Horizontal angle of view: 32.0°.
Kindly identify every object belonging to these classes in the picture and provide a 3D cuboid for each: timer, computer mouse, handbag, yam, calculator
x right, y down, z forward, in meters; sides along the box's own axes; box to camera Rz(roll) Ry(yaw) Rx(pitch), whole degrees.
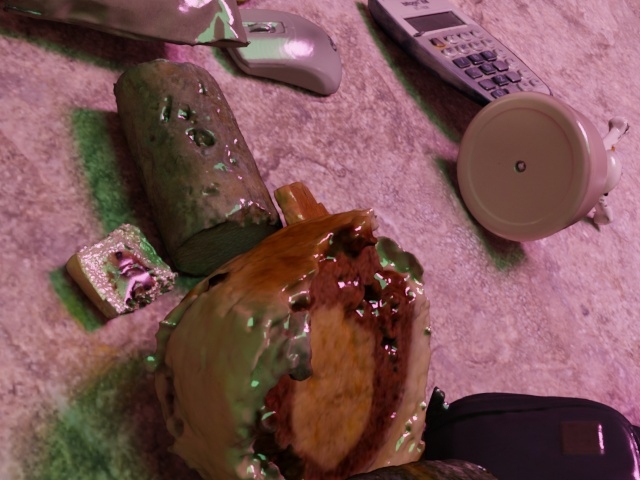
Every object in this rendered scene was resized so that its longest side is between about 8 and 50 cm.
[{"bbox_3d":[0.311,-0.091,1.396,0.266,0.175,0.175,-4,60,-52],"label":"timer"},{"bbox_3d":[-0.039,-0.221,1.258,0.182,0.056,0.089,7,49,-39],"label":"computer mouse"},{"bbox_3d":[-0.223,-0.323,1.132,0.253,0.109,0.315,3,57,-36],"label":"handbag"},{"bbox_3d":[0.227,0.270,0.983,0.275,0.178,0.301,31,41,-20],"label":"handbag"},{"bbox_3d":[-0.116,-0.072,1.019,0.107,0.107,0.194,0,57,-43],"label":"yam"},{"bbox_3d":[0.189,-0.244,1.454,0.268,0.040,0.177,42,36,22],"label":"calculator"}]

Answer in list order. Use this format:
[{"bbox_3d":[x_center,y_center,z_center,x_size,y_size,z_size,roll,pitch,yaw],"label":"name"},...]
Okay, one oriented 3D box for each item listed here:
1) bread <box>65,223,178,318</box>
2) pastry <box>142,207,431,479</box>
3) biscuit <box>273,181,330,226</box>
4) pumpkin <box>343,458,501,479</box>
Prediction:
[{"bbox_3d":[-0.168,0.026,0.940,0.070,0.035,0.083,52,41,8],"label":"bread"},{"bbox_3d":[-0.025,0.105,0.904,0.256,0.170,0.236,-42,130,-48],"label":"pastry"},{"bbox_3d":[0.002,0.005,1.059,0.133,0.027,0.184,61,8,-2],"label":"biscuit"},{"bbox_3d":[0.057,0.257,0.809,0.224,0.223,0.157,11,26,-37],"label":"pumpkin"}]
